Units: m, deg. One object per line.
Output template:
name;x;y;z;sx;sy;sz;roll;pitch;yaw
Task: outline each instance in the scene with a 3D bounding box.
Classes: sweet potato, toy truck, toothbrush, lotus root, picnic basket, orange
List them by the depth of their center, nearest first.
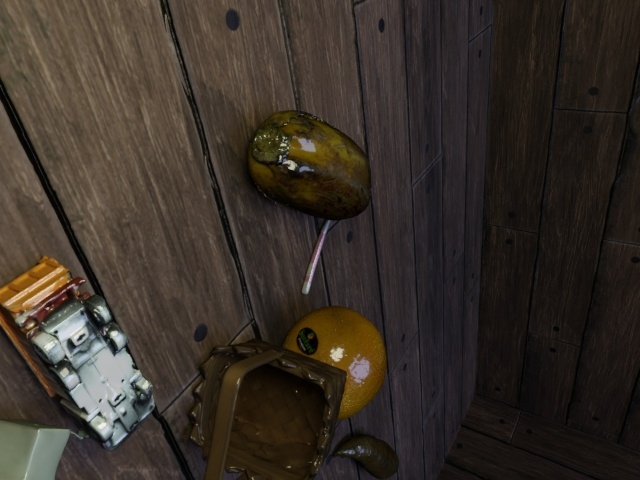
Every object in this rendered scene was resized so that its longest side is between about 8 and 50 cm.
toy truck;-0.340;0.164;0.710;0.114;0.135;0.271;-43;132;-40
picnic basket;-0.118;0.334;0.976;0.321;0.291;0.254;1;102;-71
lotus root;-0.002;-0.147;1.088;0.397;0.179;0.196;21;85;-58
orange;0.029;0.295;1.233;0.274;0.274;0.274;-29;125;-51
toothbrush;0.000;0.000;1.305;0.025;0.020;0.287;27;77;-50
sweet potato;0.178;0.761;1.803;0.423;0.130;0.131;46;62;-48

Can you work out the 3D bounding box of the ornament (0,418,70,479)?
ornament;-0.424;0.369;0.647;0.285;0.130;0.120;-59;158;-27
